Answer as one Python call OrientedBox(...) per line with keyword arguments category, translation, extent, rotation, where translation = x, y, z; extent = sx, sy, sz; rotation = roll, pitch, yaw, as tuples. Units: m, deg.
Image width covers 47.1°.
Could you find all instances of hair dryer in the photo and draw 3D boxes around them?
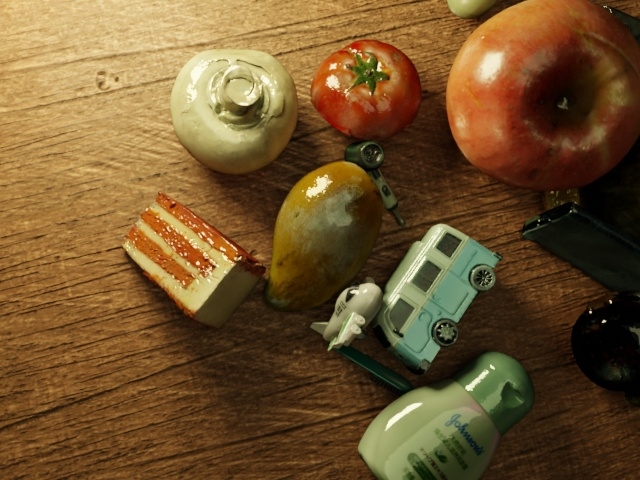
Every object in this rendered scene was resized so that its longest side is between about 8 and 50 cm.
OrientedBox(category="hair dryer", translation=(0.122, -0.108, 1.447), extent=(0.057, 0.100, 0.197), rotation=(-35, 105, -8))

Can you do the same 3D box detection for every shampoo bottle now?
OrientedBox(category="shampoo bottle", translation=(0.253, 0.352, 1.389), extent=(0.350, 0.151, 0.221), rotation=(-38, 95, -9))

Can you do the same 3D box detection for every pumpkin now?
OrientedBox(category="pumpkin", translation=(0.690, -0.098, 1.446), extent=(0.321, 0.192, 0.320), rotation=(0, 90, -15))

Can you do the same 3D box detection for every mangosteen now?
OrientedBox(category="mangosteen", translation=(0.602, 0.208, 1.409), extent=(0.243, 0.243, 0.242), rotation=(1, 86, -7))

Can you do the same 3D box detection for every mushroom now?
OrientedBox(category="mushroom", translation=(-0.156, -0.252, 1.363), extent=(0.246, 0.202, 0.245), rotation=(3, 76, -11))

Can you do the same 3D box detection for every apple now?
OrientedBox(category="apple", translation=(0.411, -0.271, 1.367), extent=(0.364, 0.364, 0.363), rotation=(1, 86, -7))

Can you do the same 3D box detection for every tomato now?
OrientedBox(category="tomato", translation=(0.093, -0.301, 1.413), extent=(0.225, 0.085, 0.224), rotation=(3, 63, -7))

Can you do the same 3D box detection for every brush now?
OrientedBox(category="brush", translation=(0.093, 0.250, 1.435), extent=(0.194, 0.043, 0.032), rotation=(29, 115, 2))

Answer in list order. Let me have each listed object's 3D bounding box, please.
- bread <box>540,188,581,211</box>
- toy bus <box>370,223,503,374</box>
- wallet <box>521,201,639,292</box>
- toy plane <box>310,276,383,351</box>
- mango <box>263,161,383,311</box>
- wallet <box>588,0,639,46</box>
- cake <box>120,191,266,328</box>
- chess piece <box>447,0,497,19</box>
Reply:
OrientedBox(category="bread", translation=(0.490, -0.086, 1.499), extent=(0.074, 0.053, 0.132), rotation=(-9, 85, -8))
OrientedBox(category="toy bus", translation=(0.208, 0.109, 1.413), extent=(0.165, 0.133, 0.271), rotation=(36, 80, 2))
OrientedBox(category="wallet", translation=(0.589, 0.047, 1.430), extent=(0.379, 0.191, 0.046), rotation=(30, 69, -6))
OrientedBox(category="toy plane", translation=(0.054, 0.138, 1.374), extent=(0.080, 0.174, 0.174), rotation=(34, 83, -10))
OrientedBox(category="mango", translation=(0.000, 0.000, 1.391), extent=(0.193, 0.146, 0.316), rotation=(28, 93, 0))
OrientedBox(category="wallet", translation=(0.617, -0.398, 1.542), extent=(0.318, 0.045, 0.172), rotation=(19, 85, -6))
OrientedBox(category="cake", translation=(-0.247, 0.035, 1.349), extent=(0.262, 0.159, 0.158), rotation=(37, 86, -1))
OrientedBox(category="chess piece", translation=(0.273, -0.569, 1.475), extent=(0.145, 0.144, 0.251), rotation=(-30, 95, -8))
